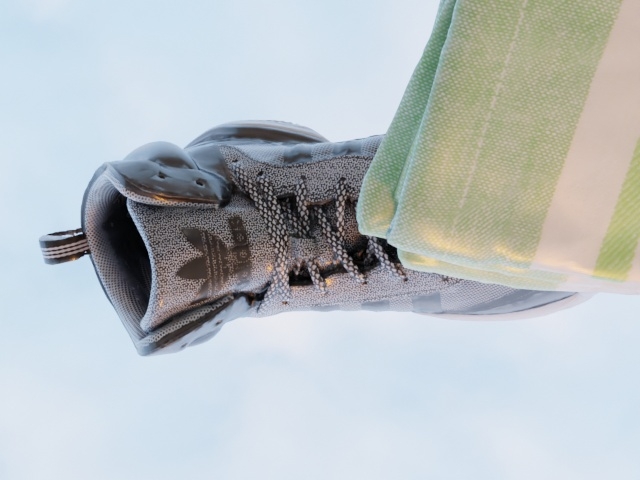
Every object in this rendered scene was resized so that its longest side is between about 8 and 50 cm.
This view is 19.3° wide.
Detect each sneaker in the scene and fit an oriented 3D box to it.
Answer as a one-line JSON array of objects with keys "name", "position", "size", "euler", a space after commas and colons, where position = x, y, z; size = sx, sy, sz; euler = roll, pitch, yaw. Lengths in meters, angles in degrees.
[{"name": "sneaker", "position": [0.000, 0.000, 0.818], "size": [0.153, 0.268, 0.101], "euler": [-20, -74, -47]}]

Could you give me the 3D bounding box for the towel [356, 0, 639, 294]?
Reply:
[{"name": "towel", "position": [0.194, -0.079, 0.590], "size": [0.325, 0.248, 0.038], "euler": [7, -149, -18]}]
